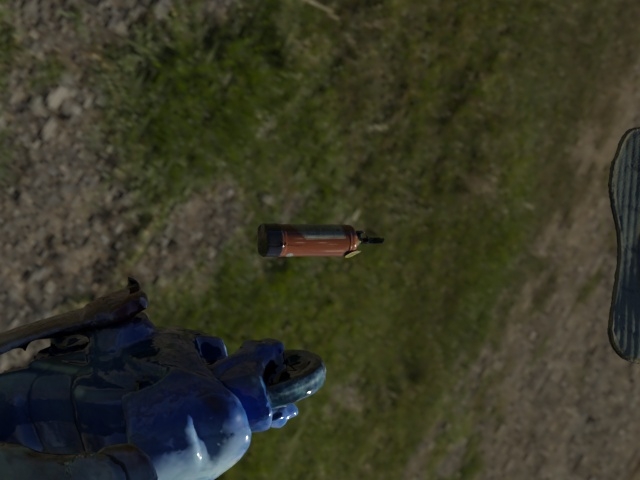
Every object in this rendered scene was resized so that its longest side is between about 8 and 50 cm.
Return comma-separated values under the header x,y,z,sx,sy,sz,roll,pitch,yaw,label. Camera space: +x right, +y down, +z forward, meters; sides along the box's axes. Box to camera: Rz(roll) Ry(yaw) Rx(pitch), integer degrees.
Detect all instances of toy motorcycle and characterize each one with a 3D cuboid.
x,y,z,sx,sy,sz,roll,pitch,yaw,label
-0.169,0.162,1.143,0.182,0.319,0.241,61,38,-36,toy motorcycle

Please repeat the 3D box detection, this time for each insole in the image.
x,y,z,sx,sy,sz,roll,pitch,yaw,label
0.447,0.002,1.872,0.009,0.119,0.348,142,-40,-64,insole

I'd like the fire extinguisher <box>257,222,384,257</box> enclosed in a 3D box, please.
x,y,z,sx,sy,sz,roll,pitch,yaw,label
0.000,0.000,1.899,0.177,0.062,0.050,0,87,-24,fire extinguisher
